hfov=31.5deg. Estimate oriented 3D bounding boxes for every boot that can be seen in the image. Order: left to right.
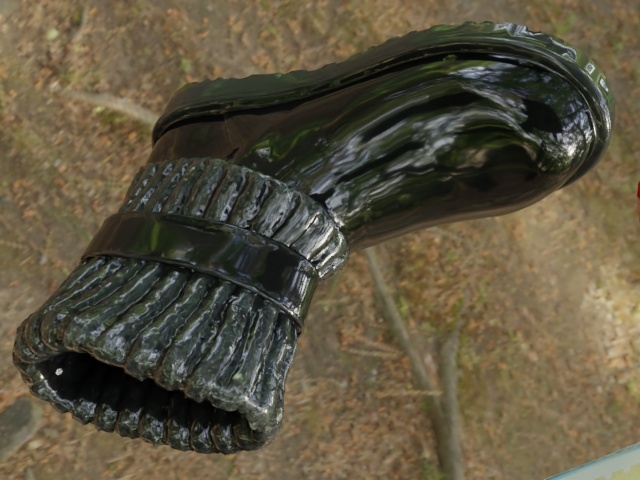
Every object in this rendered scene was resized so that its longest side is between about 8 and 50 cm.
[{"bbox_3d":[0.001,0.003,0.709,0.131,0.348,0.260,62,33,-34],"label":"boot"}]

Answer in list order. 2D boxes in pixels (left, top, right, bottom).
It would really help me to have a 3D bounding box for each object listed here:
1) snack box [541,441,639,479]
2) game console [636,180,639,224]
[{"bbox_3d":[0.094,0.196,0.232,0.060,0.187,0.322,28,48,-30],"label":"snack box"},{"bbox_3d":[0.299,-0.124,0.377,0.342,0.386,0.060,2,29,-4],"label":"game console"}]
